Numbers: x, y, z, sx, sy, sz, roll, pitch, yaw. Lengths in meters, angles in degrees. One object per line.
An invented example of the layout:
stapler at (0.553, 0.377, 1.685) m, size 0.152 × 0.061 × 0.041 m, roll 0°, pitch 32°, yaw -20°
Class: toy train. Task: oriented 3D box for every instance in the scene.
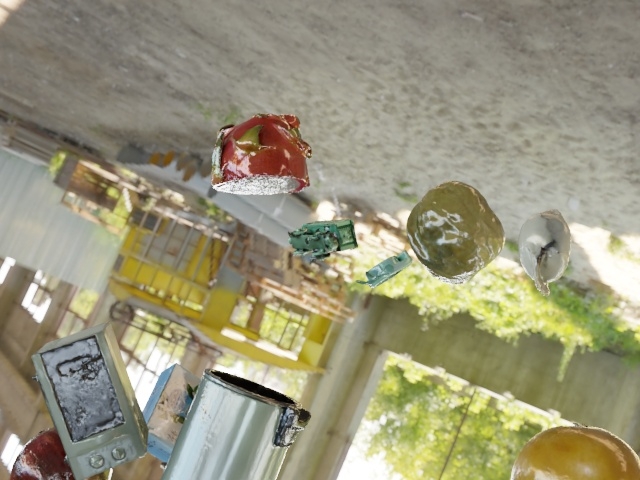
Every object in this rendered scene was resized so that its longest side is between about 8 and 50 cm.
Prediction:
toy train at (0.000, 0.000, 2.479) m, size 0.154 × 0.115 × 0.269 m, roll -15°, pitch -173°, yaw -30°

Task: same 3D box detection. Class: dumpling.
dumpling at (0.443, 0.024, 1.494) m, size 0.092 × 0.176 × 0.150 m, roll -3°, pitch 133°, yaw -2°

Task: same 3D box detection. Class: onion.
onion at (-0.711, 0.633, 2.050) m, size 0.276 × 0.276 × 0.276 m, roll 23°, pitch 174°, yaw 3°

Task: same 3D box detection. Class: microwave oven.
microwave oven at (-0.527, 0.362, 1.716) m, size 0.181 × 0.295 × 0.237 m, roll -20°, pitch -176°, yaw -12°

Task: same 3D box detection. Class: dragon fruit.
dragon fruit at (-0.173, -0.258, 2.160) m, size 0.305 × 0.225 × 0.305 m, roll -1°, pitch 174°, yaw 0°

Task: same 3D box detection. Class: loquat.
loquat at (0.519, 0.496, 1.505) m, size 0.263 × 0.263 × 0.263 m, roll 23°, pitch 174°, yaw 3°

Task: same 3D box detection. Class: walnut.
walnut at (0.383, -0.020, 2.146) m, size 0.277 × 0.253 × 0.282 m, roll 56°, pitch -170°, yaw 19°

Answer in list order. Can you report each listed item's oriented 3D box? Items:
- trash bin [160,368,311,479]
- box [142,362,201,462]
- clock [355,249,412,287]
trash bin at (-0.181, 0.416, 1.501) m, size 0.277 × 0.262 × 0.217 m, roll 16°, pitch 172°, yaw 38°
box at (-0.389, 0.460, 1.988) m, size 0.142 × 0.232 × 0.083 m, roll 40°, pitch 127°, yaw -18°
clock at (0.148, 0.074, 1.767) m, size 0.041 × 0.135 × 0.101 m, roll 58°, pitch 140°, yaw 9°
